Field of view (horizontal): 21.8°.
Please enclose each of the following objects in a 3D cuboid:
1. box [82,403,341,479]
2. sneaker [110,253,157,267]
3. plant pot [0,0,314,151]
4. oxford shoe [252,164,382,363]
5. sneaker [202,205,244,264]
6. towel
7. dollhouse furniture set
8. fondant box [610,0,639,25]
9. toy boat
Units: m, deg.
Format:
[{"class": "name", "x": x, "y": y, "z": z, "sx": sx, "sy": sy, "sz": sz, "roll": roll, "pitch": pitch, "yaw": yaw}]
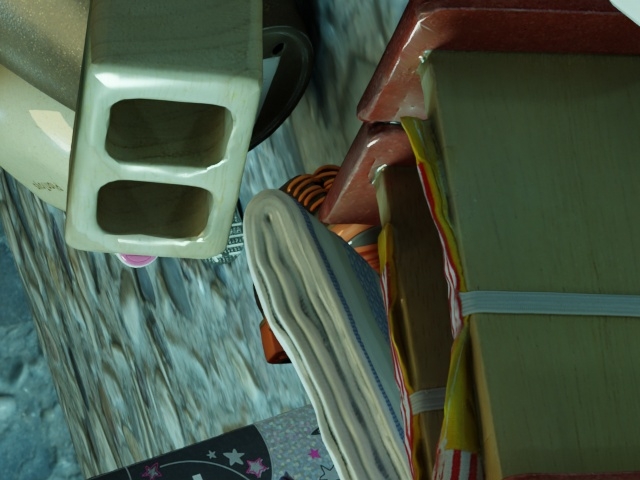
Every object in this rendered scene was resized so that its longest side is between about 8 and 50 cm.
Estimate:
[{"class": "box", "x": -0.030, "y": 0.193, "z": 0.962, "sx": 0.163, "sy": 0.247, "sz": 0.142, "roll": 104, "pitch": 144, "yaw": -60}, {"class": "sneaker", "x": -0.211, "y": -0.051, "z": 1.633, "sx": 0.170, "sy": 0.063, "sz": 0.075, "roll": 68, "pitch": 158, "yaw": -1}, {"class": "plant pot", "x": -0.115, "y": -0.156, "z": 1.016, "sx": 0.230, "sy": 0.215, "sz": 0.215, "roll": 48, "pitch": 154, "yaw": 27}, {"class": "oxford shoe", "x": 0.000, "y": 0.000, "z": 0.949, "sx": 0.271, "sy": 0.097, "sz": 0.098, "roll": 128, "pitch": 129, "yaw": -70}, {"class": "sneaker", "x": -0.081, "y": -0.030, "z": 1.292, "sx": 0.043, "sy": 0.040, "sz": 0.109, "roll": -102, "pitch": 9, "yaw": -55}, {"class": "towel", "x": 0.049, "y": 0.101, "z": 0.779, "sx": 0.209, "sy": 0.034, "sz": 0.285, "roll": 66, "pitch": -170, "yaw": 21}, {"class": "dollhouse furniture set", "x": -0.043, "y": 0.028, "z": 0.564, "sx": 0.152, "sy": 0.374, "sz": 0.201, "roll": 110, "pitch": 158, "yaw": -57}, {"class": "fondant box", "x": 0.113, "y": -0.202, "z": 0.367, "sx": 0.238, "sy": 0.096, "sz": 0.330, "roll": -127, "pitch": 27, "yaw": -50}, {"class": "toy boat", "x": -0.226, "y": -0.143, "z": 1.360, "sx": 0.318, "sy": 0.148, "sz": 0.267, "roll": 43, "pitch": 164, "yaw": -27}]
